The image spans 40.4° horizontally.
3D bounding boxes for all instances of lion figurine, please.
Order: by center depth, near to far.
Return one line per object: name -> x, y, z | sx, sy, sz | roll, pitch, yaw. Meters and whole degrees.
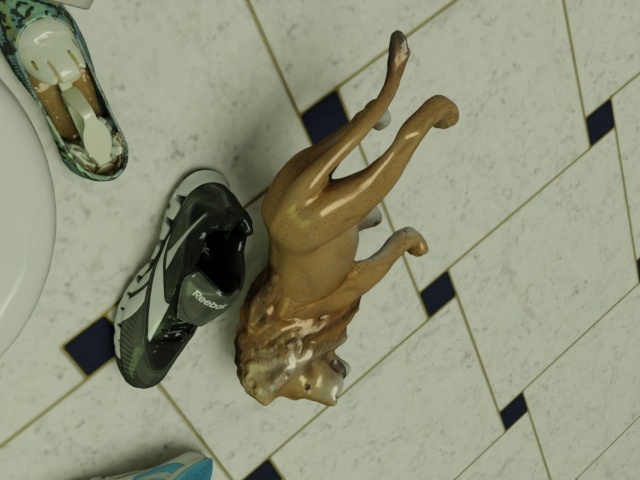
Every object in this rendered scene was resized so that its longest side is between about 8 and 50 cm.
lion figurine -> 0.000, 0.000, 0.857 | 0.240, 0.142, 0.392 | -36, 146, -23

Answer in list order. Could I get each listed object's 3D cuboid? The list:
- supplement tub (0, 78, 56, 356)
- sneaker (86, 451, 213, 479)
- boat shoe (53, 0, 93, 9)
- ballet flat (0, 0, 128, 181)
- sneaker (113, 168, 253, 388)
supplement tub -> -0.311, -0.054, 0.506 | 0.228, 0.316, 0.228 | -18, 123, -30
sneaker -> -0.205, 0.281, 0.931 | 0.228, 0.092, 0.087 | -20, 124, -52
boat shoe -> -0.277, -0.275, 0.545 | 0.340, 0.127, 0.158 | 16, 98, -42
ballet flat -> -0.208, -0.127, 0.719 | 0.070, 0.070, 0.188 | -36, 130, -17
sneaker -> -0.131, 0.052, 0.845 | 0.078, 0.106, 0.234 | 16, 103, -41
